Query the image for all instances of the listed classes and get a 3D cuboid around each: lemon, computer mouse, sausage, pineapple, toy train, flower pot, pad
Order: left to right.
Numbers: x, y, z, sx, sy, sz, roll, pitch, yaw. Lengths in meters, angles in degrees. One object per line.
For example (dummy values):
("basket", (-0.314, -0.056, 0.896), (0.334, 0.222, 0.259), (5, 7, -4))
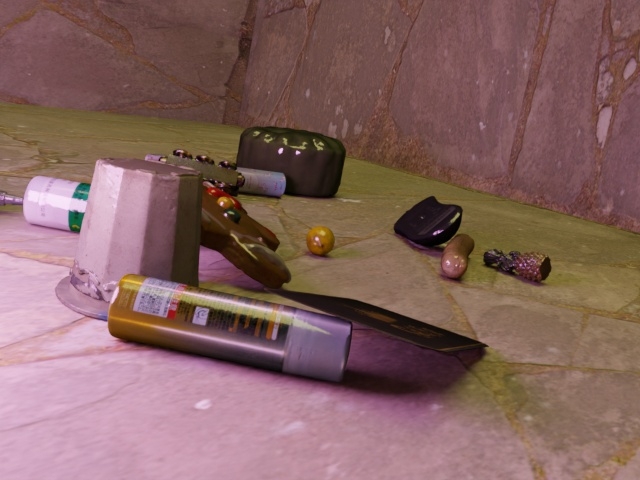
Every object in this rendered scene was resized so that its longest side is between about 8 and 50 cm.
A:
("flower pot", (-0.255, -0.011, 0.925), (0.213, 0.202, 0.212), (8, 11, -2))
("toy train", (-0.314, -0.167, 1.717), (0.226, 0.090, 0.137), (14, -16, -12))
("lemon", (0.000, 0.000, 1.382), (0.062, 0.062, 0.083), (10, 13, -4))
("pad", (0.131, 0.094, 0.903), (0.315, 0.063, 0.375), (18, 1, 23))
("computer mouse", (0.285, -0.036, 1.692), (0.147, 0.088, 0.264), (-36, 22, -2))
("sausage", (0.317, 0.034, 1.516), (0.066, 0.065, 0.301), (15, 11, 14))
("pineapple", (0.463, 0.052, 1.557), (0.074, 0.074, 0.159), (-2, 10, -45))

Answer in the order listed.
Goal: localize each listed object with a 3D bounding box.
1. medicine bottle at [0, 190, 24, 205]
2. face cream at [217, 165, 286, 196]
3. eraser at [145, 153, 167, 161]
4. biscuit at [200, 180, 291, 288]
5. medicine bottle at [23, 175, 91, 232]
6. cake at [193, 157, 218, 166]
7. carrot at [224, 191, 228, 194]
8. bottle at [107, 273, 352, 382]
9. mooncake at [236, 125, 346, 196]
("medicine bottle", (-0.647, -0.086, 1.212), (0.199, 0.057, 0.057), (9, 13, -14))
("face cream", (-0.218, -0.174, 1.909), (0.230, 0.075, 0.075), (4, 15, -26))
("eraser", (-0.458, -0.215, 1.901), (0.026, 0.064, 0.105), (24, 19, 40))
("biscuit", (-0.191, -0.057, 1.240), (0.283, 0.064, 0.432), (32, 8, -16))
("medicine bottle", (-0.398, -0.052, 1.199), (0.260, 0.095, 0.095), (11, 13, -4))
("cake", (-0.335, -0.210, 1.963), (0.185, 0.079, 0.116), (5, 17, -10))
("carrot", (-0.318, -0.118, 1.654), (0.171, 0.042, 0.042), (12, 13, 3))
("bottle", (-0.106, 0.107, 0.796), (0.286, 0.082, 0.082), (11, 13, 2))
("mooncake", (-0.099, -0.270, 2.162), (0.357, 0.194, 0.356), (12, 12, -3))
